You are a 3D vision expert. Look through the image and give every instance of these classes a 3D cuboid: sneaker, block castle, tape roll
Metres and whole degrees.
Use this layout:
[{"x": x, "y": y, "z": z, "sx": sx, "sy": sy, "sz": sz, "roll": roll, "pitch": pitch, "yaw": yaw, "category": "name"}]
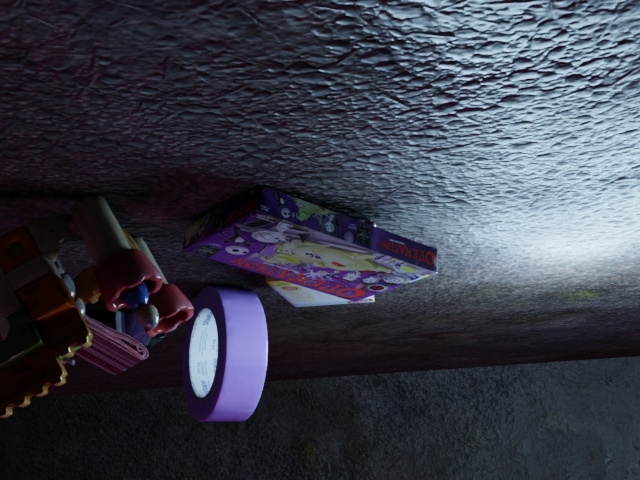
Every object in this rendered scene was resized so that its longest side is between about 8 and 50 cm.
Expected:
[{"x": -0.436, "y": 0.239, "z": 2.064, "sx": 0.124, "sy": 0.107, "sz": 0.283, "roll": -4, "pitch": 165, "yaw": -12, "category": "sneaker"}, {"x": -0.425, "y": 0.155, "z": 1.241, "sx": 0.453, "sy": 0.213, "sz": 0.303, "roll": -30, "pitch": 164, "yaw": -6, "category": "block castle"}, {"x": -0.200, "y": 0.232, "z": 1.737, "sx": 0.090, "sy": 0.274, "sz": 0.275, "roll": 5, "pitch": 163, "yaw": -25, "category": "tape roll"}]

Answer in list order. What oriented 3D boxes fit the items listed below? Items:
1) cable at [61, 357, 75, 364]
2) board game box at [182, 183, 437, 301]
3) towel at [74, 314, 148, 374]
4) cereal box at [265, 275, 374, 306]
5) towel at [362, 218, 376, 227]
[{"x": -0.670, "y": 0.214, "z": 1.920, "sx": 0.287, "sy": 0.072, "sz": 0.139, "roll": 4, "pitch": 142, "yaw": 41, "category": "cable"}, {"x": -0.012, "y": 0.015, "z": 1.318, "sx": 0.347, "sy": 0.056, "sz": 0.208, "roll": 18, "pitch": 157, "yaw": -33, "category": "board game box"}, {"x": -0.530, "y": 0.224, "z": 1.934, "sx": 0.237, "sy": 0.037, "sz": 0.329, "roll": 33, "pitch": 154, "yaw": -13, "category": "towel"}, {"x": 0.005, "y": 0.082, "z": 1.647, "sx": 0.173, "sy": 0.047, "sz": 0.240, "roll": -4, "pitch": 164, "yaw": 10, "category": "cereal box"}, {"x": 0.000, "y": 0.000, "z": 1.400, "sx": 0.197, "sy": 0.029, "sz": 0.144, "roll": -1, "pitch": 164, "yaw": 9, "category": "towel"}]
